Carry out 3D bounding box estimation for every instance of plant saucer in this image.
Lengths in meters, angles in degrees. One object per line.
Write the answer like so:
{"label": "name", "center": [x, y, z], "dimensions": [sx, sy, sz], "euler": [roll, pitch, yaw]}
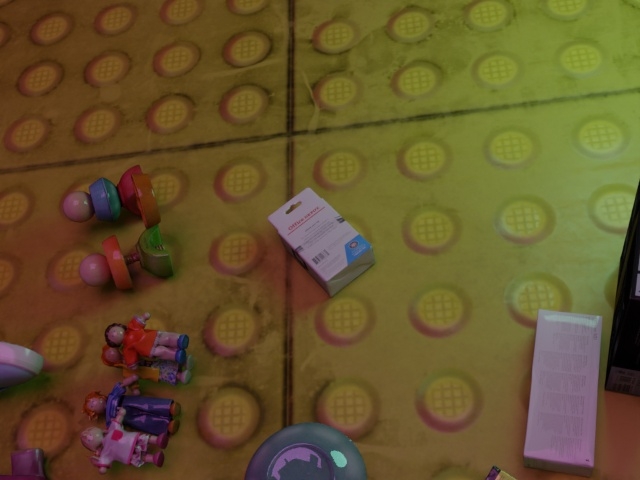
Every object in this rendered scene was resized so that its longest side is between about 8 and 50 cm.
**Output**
{"label": "plant saucer", "center": [-0.027, 0.365, 1.259], "dimensions": [0.195, 0.037, 0.194], "euler": [-6, 56, 9]}

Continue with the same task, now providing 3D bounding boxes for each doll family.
{"label": "doll family", "center": [-0.307, 0.251, 1.364], "dimensions": [0.163, 0.118, 0.262], "euler": [9, 78, 10]}

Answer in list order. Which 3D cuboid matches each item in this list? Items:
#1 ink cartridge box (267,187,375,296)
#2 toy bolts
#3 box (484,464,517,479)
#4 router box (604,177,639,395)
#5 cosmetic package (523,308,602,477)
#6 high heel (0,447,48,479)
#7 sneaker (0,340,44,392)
{"label": "ink cartridge box", "center": [0.000, 0.000, 1.468], "dimensions": [0.104, 0.060, 0.180], "euler": [-37, 58, -11]}
{"label": "toy bolts", "center": [-0.381, -0.044, 1.496], "dimensions": [0.159, 0.218, 0.228], "euler": [-16, 48, -14]}
{"label": "box", "center": [0.318, 0.413, 1.141], "dimensions": [0.232, 0.058, 0.087], "euler": [27, 67, 26]}
{"label": "router box", "center": [0.474, 0.055, 1.183], "dimensions": [0.081, 0.308, 0.242], "euler": [9, 61, 17]}
{"label": "cosmetic package", "center": [0.366, 0.226, 1.246], "dimensions": [0.099, 0.060, 0.238], "euler": [5, 60, 17]}
{"label": "high heel", "center": [-0.551, 0.419, 1.318], "dimensions": [0.244, 0.082, 0.117], "euler": [-13, 55, -7]}
{"label": "sneaker", "center": [-0.640, 0.266, 1.410], "dimensions": [0.366, 0.135, 0.150], "euler": [-11, 64, 16]}
